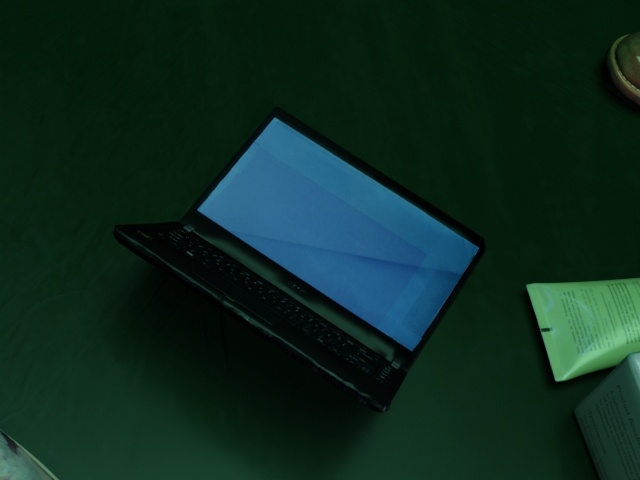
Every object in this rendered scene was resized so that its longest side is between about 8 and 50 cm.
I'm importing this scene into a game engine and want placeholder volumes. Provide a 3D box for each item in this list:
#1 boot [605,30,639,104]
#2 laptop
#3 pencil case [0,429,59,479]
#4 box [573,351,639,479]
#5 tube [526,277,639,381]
[{"bbox_3d":[0.432,-0.182,1.164,0.305,0.115,0.112,2,63,-10],"label":"boot"},{"bbox_3d":[0.000,0.000,0.951,0.234,0.264,0.137,32,96,7],"label":"laptop"},{"bbox_3d":[-0.255,0.176,0.784,0.410,0.160,0.183,37,75,9],"label":"pencil case"},{"bbox_3d":[0.326,0.176,0.938,0.181,0.119,0.181,-9,64,-17],"label":"box"},{"bbox_3d":[0.303,0.063,1.036,0.240,0.062,0.070,-7,20,-11],"label":"tube"}]
